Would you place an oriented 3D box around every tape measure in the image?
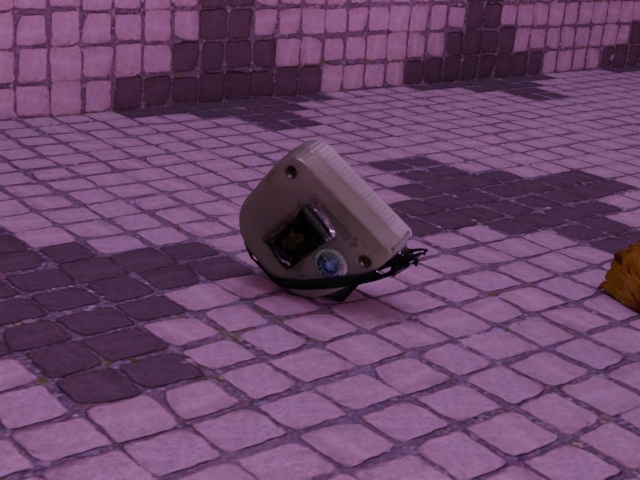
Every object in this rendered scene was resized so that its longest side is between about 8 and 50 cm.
[{"bbox_3d":[0.000,0.000,1.418,0.235,0.207,0.115,46,35,2],"label":"tape measure"}]

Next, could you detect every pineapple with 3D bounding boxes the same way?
[{"bbox_3d":[0.552,0.049,1.451,0.164,0.139,0.250,-3,17,-23],"label":"pineapple"}]
